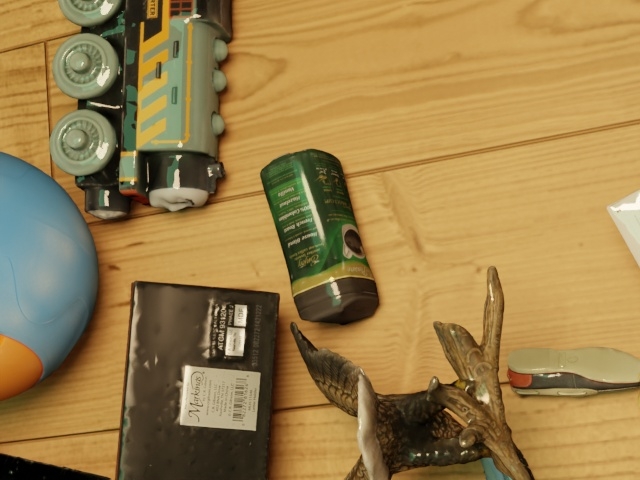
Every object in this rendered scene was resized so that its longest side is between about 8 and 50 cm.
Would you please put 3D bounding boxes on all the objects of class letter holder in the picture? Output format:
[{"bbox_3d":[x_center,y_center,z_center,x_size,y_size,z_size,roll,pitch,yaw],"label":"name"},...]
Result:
[{"bbox_3d":[-0.144,0.207,1.195,0.152,0.214,0.301,5,81,-11],"label":"letter holder"}]

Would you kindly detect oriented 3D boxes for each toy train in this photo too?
[{"bbox_3d":[-0.199,-0.190,1.278,0.190,0.142,0.334,-1,81,10],"label":"toy train"}]

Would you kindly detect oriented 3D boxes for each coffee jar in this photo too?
[{"bbox_3d":[0.000,0.000,1.188,0.079,0.096,0.184,-23,73,24],"label":"coffee jar"}]

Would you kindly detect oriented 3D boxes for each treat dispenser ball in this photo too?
[{"bbox_3d":[-0.391,0.039,1.222,0.288,0.288,0.288,-3,80,20],"label":"treat dispenser ball"}]

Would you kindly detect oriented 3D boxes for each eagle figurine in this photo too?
[{"bbox_3d":[0.062,0.183,1.040,0.298,0.225,0.226,-22,27,46],"label":"eagle figurine"}]

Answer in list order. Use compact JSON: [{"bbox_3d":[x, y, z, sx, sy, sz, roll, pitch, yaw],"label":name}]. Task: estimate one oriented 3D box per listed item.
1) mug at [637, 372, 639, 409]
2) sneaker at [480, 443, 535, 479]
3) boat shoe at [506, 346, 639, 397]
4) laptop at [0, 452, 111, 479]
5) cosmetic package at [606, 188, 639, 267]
[{"bbox_3d":[0.336,0.147,1.060,0.064,0.062,0.078,-28,90,23],"label":"mug"},{"bbox_3d":[0.179,0.260,1.099,0.073,0.063,0.162,-29,72,17],"label":"sneaker"},{"bbox_3d":[0.254,0.135,1.103,0.137,0.049,0.043,0,124,18],"label":"boat shoe"},{"bbox_3d":[-0.335,0.351,1.232,0.264,0.136,0.234,7,84,21],"label":"laptop"},{"bbox_3d":[0.370,0.049,1.036,0.099,0.060,0.239,-29,84,19],"label":"cosmetic package"}]
